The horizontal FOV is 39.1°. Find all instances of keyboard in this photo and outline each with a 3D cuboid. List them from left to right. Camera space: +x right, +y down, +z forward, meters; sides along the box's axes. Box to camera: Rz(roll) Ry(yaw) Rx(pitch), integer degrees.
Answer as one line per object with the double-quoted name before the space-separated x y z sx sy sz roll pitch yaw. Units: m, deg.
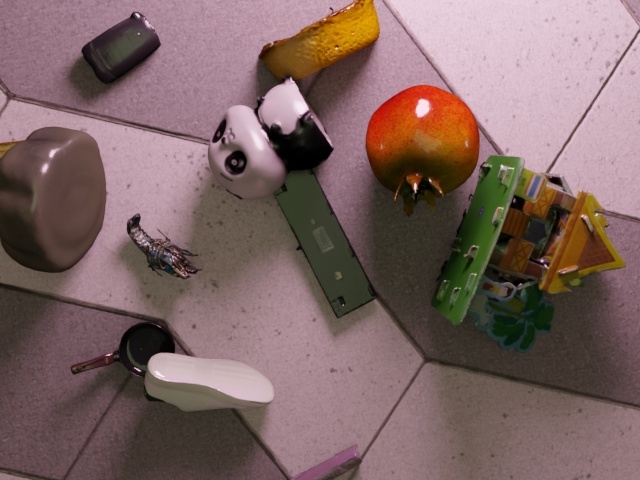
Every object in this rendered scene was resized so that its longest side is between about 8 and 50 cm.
"keyboard" 0.000 0.000 1.825 0.106 0.027 0.317 -27 95 -2

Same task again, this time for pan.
"pan" -0.399 0.234 1.829 0.212 0.040 0.115 -15 95 -7

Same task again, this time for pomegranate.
"pomegranate" 0.192 -0.168 1.709 0.220 0.221 0.257 13 63 -2

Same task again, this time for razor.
"razor" -0.389 -0.380 1.774 0.148 0.054 0.090 -33 98 2

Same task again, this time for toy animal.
"toy animal" -0.104 -0.184 1.735 0.235 0.165 0.187 -27 55 1

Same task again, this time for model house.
"model house" 0.418 0.050 1.734 0.312 0.242 0.358 21 92 -5

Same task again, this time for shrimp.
"shrimp" -0.318 0.018 1.813 0.174 0.076 0.082 42 52 1

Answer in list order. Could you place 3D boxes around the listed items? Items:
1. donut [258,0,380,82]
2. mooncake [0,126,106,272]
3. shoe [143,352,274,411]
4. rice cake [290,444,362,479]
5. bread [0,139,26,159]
"donut" 0.004 -0.385 1.731 0.258 0.152 0.101 -24 102 3
"mooncake" -0.513 -0.079 1.698 0.135 0.275 0.275 14 94 14
"shoe" -0.231 0.300 1.824 0.264 0.095 0.110 18 131 -17
"rice cake" -0.007 0.488 1.854 0.206 0.047 0.036 -30 100 2
"bread" -0.597 -0.177 1.769 0.090 0.094 0.035 -7 96 -3
